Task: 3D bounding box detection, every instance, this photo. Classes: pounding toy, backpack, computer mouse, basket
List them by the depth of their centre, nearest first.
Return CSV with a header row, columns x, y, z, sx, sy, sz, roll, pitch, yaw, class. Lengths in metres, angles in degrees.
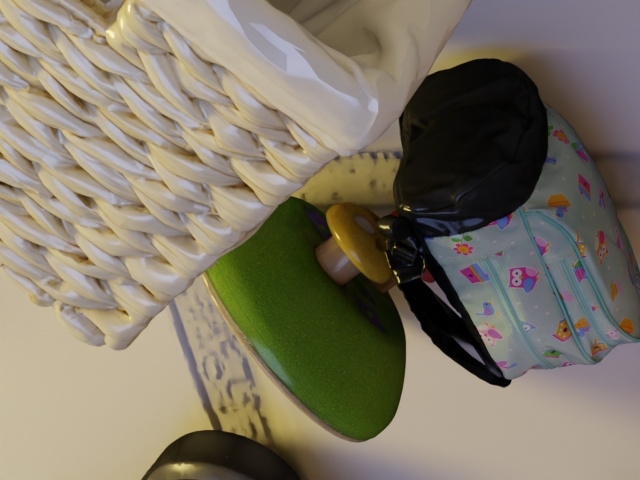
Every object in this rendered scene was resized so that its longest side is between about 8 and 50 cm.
x,y,z,sx,sy,sz,roll,pitch,yaw,class
-0.097,-0.187,0.926,0.328,0.331,0.266,38,138,-9,basket
0.116,0.001,1.108,0.115,0.152,0.182,-12,128,26,backpack
0.000,0.000,1.162,0.110,0.183,0.237,-37,105,14,pounding toy
-0.092,0.204,1.421,0.188,0.072,0.272,30,144,-9,computer mouse
